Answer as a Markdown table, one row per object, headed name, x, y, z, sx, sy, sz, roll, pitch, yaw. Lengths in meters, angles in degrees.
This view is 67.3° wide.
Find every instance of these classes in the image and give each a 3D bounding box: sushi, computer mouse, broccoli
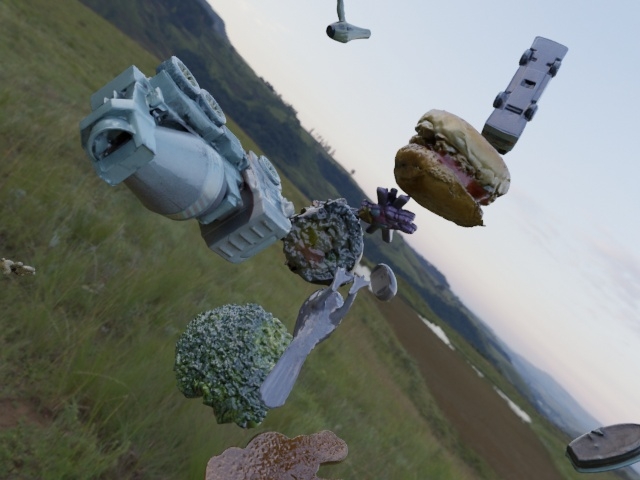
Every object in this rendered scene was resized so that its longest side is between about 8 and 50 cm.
| name | x | y | z | sx | sy | sz | roll | pitch | yaw |
| --- | --- | --- | --- | --- | --- | --- | --- | --- | --- |
| sushi | -0.001 | -0.001 | 1.309 | 0.239 | 0.224 | 0.219 | -2 | 8 | -18 |
| computer mouse | 0.158 | 0.105 | 1.181 | 0.039 | 0.066 | 0.096 | 25 | 39 | -36 |
| broccoli | -0.178 | 0.291 | 1.148 | 0.302 | 0.249 | 0.375 | 46 | -6 | -26 |

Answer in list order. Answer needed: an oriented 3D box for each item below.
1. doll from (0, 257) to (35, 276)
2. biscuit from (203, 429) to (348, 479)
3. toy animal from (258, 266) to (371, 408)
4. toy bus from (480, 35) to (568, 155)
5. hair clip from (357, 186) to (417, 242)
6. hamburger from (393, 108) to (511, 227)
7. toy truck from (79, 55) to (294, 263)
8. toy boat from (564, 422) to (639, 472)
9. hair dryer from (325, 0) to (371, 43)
| name | x | y | z | sx | sy | sz | roll | pitch | yaw |
| --- | --- | --- | --- | --- | --- | --- | --- | --- | --- |
| doll | -0.918 | 0.082 | 1.456 | 0.093 | 0.061 | 0.051 | -1 | 50 | -27 |
| biscuit | -0.084 | 0.476 | 0.973 | 0.296 | 0.044 | 0.185 | 5 | 40 | -7 |
| toy animal | 0.005 | 0.140 | 0.907 | 0.081 | 0.205 | 0.367 | 37 | 22 | -3 |
| toy bus | 0.548 | -0.391 | 1.304 | 0.109 | 0.329 | 0.136 | 29 | -16 | 16 |
| hair clip | 0.155 | -0.052 | 1.092 | 0.137 | 0.090 | 0.278 | 24 | -2 | 7 |
| hamburger | 0.272 | -0.145 | 1.003 | 0.244 | 0.163 | 0.244 | 37 | -3 | 2 |
| toy truck | -0.125 | -0.064 | 0.484 | 0.256 | 0.108 | 0.140 | 46 | 17 | -51 |
| toy boat | 0.446 | 0.315 | 0.728 | 0.059 | 0.140 | 0.066 | -104 | 169 | -51 |
| hair dryer | 0.095 | -0.730 | 1.550 | 0.167 | 0.198 | 0.068 | 4 | -1 | -38 |
